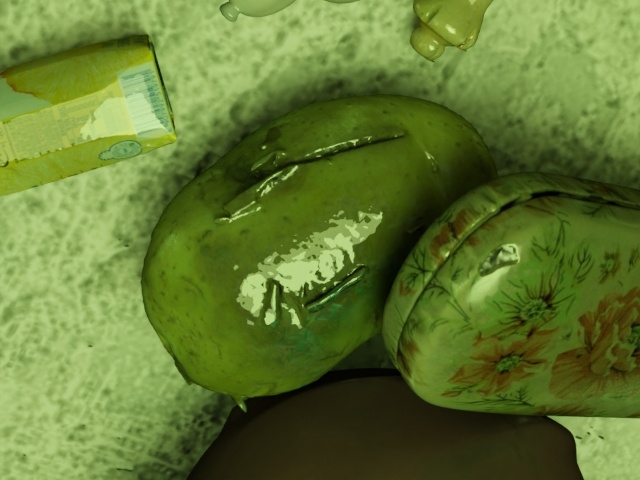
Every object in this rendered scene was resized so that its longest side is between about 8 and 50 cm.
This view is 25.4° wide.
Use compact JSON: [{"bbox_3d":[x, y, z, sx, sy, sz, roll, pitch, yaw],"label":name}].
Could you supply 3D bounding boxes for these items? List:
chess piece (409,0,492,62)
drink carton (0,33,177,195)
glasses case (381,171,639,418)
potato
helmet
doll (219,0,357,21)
[{"bbox_3d":[0.116,-0.185,0.897,0.060,0.060,0.172,30,110,-24],"label":"chess piece"},{"bbox_3d":[-0.192,-0.068,0.878,0.200,0.084,0.075,-17,110,-2],"label":"drink carton"},{"bbox_3d":[0.217,0.047,0.946,0.425,0.098,0.156,8,126,-41],"label":"glasses case"},{"bbox_3d":[0.000,0.000,0.918,0.248,0.143,0.169,-27,134,2],"label":"potato"},{"bbox_3d":[0.039,0.187,0.981,0.338,0.197,0.271,8,162,22],"label":"helmet"},{"bbox_3d":[0.005,-0.185,0.811,0.161,0.160,0.059,-33,120,5],"label":"doll"}]
